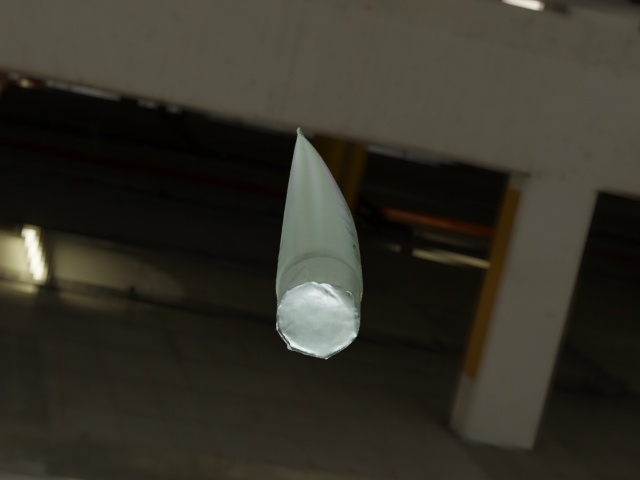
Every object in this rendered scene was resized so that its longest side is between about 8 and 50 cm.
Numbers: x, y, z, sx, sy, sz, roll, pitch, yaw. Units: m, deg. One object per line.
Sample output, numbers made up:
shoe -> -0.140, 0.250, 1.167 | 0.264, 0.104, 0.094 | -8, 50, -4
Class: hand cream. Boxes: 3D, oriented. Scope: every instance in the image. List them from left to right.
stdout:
hand cream -> 0.000, 0.000, 0.947 | 0.049, 0.078, 0.205 | -24, -158, 11
